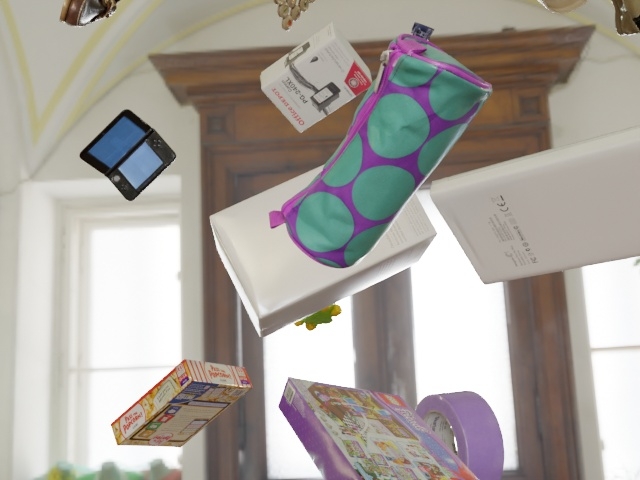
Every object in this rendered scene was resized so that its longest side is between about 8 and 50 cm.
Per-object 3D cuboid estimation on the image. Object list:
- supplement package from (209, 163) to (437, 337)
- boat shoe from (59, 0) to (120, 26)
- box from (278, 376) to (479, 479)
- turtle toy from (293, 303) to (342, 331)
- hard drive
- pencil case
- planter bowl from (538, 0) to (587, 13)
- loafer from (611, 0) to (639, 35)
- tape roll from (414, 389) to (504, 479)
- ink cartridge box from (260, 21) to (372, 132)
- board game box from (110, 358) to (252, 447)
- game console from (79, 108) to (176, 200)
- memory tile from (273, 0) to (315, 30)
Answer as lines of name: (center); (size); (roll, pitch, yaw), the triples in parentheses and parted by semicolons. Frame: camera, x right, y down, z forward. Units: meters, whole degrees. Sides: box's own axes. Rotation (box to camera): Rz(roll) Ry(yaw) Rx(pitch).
supplement package: (0.000, 0.000, 1.250); (0.293, 0.175, 0.177); (-25, -13, -10)
boat shoe: (-0.366, -0.396, 1.319); (0.073, 0.207, 0.073); (24, -57, -14)
box: (0.080, 0.290, 1.123); (0.201, 0.057, 0.293); (14, 11, -24)
turtle toy: (-0.005, 0.148, 1.751); (0.095, 0.066, 0.130); (-32, -30, 20)
hard drive: (0.336, -0.039, 1.139); (0.308, 0.040, 0.203); (-14, -52, 31)
pencil case: (0.035, -0.053, 0.495); (0.070, 0.064, 0.151); (22, -61, -24)
planter bowl: (0.451, -0.530, 1.544); (0.162, 0.162, 0.109); (6, 30, -37)
loafer: (0.530, -0.412, 1.380); (0.050, 0.056, 0.148); (21, -21, 37)
tape roll: (0.248, 0.372, 1.478); (0.080, 0.189, 0.189); (-2, -10, -25)
ink cartridge box: (-0.008, -0.262, 1.314); (0.150, 0.063, 0.109); (-32, -56, 19)
board game box: (-0.231, 0.277, 1.352); (0.193, 0.045, 0.147); (-41, -34, 20)
game console: (-0.392, -0.172, 1.652); (0.144, 0.124, 0.085); (-43, -11, 7)
memory tile: (-0.056, -0.567, 1.870); (0.012, 0.148, 0.113); (19, -32, 29)
